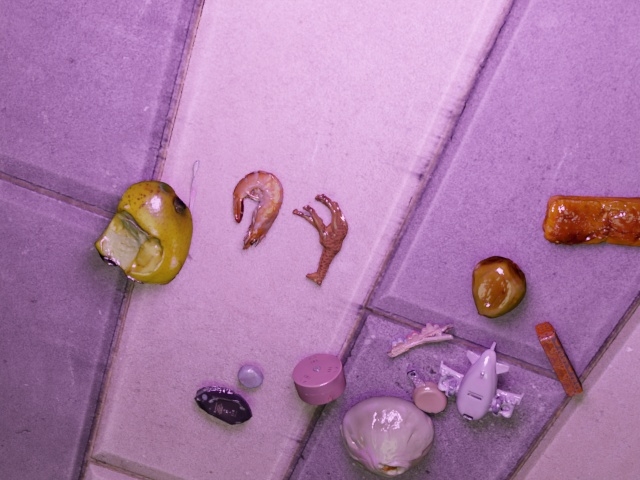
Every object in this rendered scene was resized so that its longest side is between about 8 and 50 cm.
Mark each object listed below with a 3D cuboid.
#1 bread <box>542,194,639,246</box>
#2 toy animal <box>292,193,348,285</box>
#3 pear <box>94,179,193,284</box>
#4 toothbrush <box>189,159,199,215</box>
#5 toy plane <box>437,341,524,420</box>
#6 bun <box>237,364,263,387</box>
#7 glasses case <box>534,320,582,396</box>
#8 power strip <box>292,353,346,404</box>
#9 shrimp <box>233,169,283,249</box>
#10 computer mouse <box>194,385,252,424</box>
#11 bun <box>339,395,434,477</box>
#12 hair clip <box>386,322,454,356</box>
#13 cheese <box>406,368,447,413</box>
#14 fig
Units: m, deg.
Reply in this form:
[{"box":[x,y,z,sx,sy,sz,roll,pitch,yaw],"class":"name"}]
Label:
[{"box":[0.701,-0.044,1.725,0.271,0.077,0.139,4,122,3],"class":"bread"},{"box":[0.010,-0.001,1.859,0.149,0.054,0.275,-5,118,14],"class":"toy animal"},{"box":[-0.444,-0.025,1.841,0.238,0.164,0.255,36,118,-9],"class":"pear"},{"box":[-0.346,-0.125,1.857,0.017,0.022,0.204,19,120,9],"class":"toothbrush"},{"box":[0.460,0.416,1.987,0.252,0.118,0.252,11,118,22],"class":"toy plane"},{"box":[-0.216,0.418,2.121,0.083,0.045,0.083,2,121,4],"class":"bun"},{"box":[0.672,0.333,1.934,0.049,0.075,0.218,-25,112,18],"class":"glasses case"},{"box":[-0.004,0.406,2.028,0.154,0.154,0.078,-8,120,12],"class":"power strip"},{"box":[-0.180,-0.081,1.839,0.133,0.053,0.236,20,116,-6],"class":"shrimp"},{"box":[-0.302,0.516,2.178,0.192,0.062,0.105,21,120,3],"class":"computer mouse"},{"box":[0.201,0.623,2.096,0.293,0.187,0.293,5,120,8],"class":"bun"},{"box":[0.285,0.282,1.978,0.214,0.056,0.062,-22,130,27],"class":"hair clip"},{"box":[0.310,0.455,2.067,0.171,0.047,0.092,37,114,-13],"class":"cheese"},{"box":[0.465,0.124,1.805,0.144,0.154,0.165,17,76,10],"class":"fig"}]
